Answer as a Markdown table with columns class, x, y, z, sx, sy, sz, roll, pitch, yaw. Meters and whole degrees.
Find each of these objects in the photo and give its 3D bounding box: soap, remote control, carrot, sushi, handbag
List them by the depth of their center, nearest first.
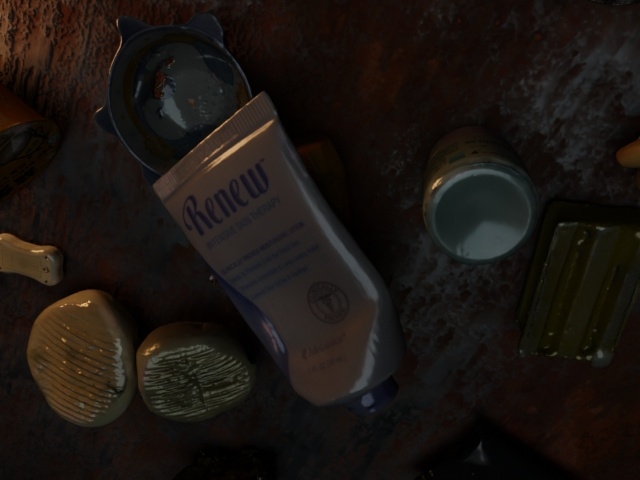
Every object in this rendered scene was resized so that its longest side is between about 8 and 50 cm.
| class | x | y | z | sx | sy | sz | roll | pitch | yaw |
| --- | --- | --- | --- | --- | --- | --- | --- | --- | --- |
| soap | 0.366 | 0.064 | 0.777 | 0.135 | 0.076 | 0.233 | 7 | 118 | 7 |
| carrot | 0.000 | 0.000 | 0.794 | 0.114 | 0.114 | 0.301 | -4 | 119 | 12 |
| remote control | -0.501 | 0.033 | 0.941 | 0.122 | 0.032 | 0.074 | 16 | 117 | 1 |
| handbag | 0.311 | 0.447 | 0.968 | 0.254 | 0.088 | 0.211 | 34 | 111 | -6 |
| sushi | -0.192 | 0.472 | 1.052 | 0.213 | 0.147 | 0.114 | -9 | 109 | -5 |

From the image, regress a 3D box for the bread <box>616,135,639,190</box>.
| class | x | y | z | sx | sy | sz | roll | pitch | yaw |
| --- | --- | --- | --- | --- | --- | --- | --- | --- | --- |
| bread | 0.528 | -0.045 | 0.669 | 0.311 | 0.121 | 0.173 | 44 | 114 | -13 |

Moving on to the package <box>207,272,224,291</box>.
| class | x | y | z | sx | sy | sz | roll | pitch | yaw |
| --- | --- | --- | --- | --- | --- | --- | --- | --- | --- |
| package | -0.135 | 0.041 | 0.879 | 0.077 | 0.033 | 0.110 | 39 | 112 | 1 |

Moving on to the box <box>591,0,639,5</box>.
| class | x | y | z | sx | sy | sz | roll | pitch | yaw |
| --- | --- | --- | --- | --- | --- | --- | --- | --- | --- |
| box | 0.300 | -0.328 | 0.564 | 0.151 | 0.135 | 0.151 | 3 | 117 | 5 |

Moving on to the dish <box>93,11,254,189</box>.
| class | x | y | z | sx | sy | sz | roll | pitch | yaw |
| --- | --- | --- | --- | --- | --- | --- | --- | --- | --- |
| dish | -0.184 | -0.197 | 0.741 | 0.236 | 0.086 | 0.228 | -36 | 104 | 24 |

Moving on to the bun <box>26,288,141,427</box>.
| class | x | y | z | sx | sy | sz | roll | pitch | yaw |
| --- | --- | --- | --- | --- | --- | --- | --- | --- | --- |
| bun | -0.398 | 0.198 | 0.956 | 0.210 | 0.116 | 0.237 | 12 | 95 | 13 |

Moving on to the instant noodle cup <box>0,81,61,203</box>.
| class | x | y | z | sx | sy | sz | roll | pitch | yaw |
| --- | --- | --- | --- | --- | --- | --- | --- | --- | --- |
| instant noodle cup | -0.506 | -0.152 | 0.762 | 0.216 | 0.216 | 0.172 | -41 | 93 | 25 |

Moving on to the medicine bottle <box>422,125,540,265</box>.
| class | x | y | z | sx | sy | sz | roll | pitch | yaw |
| --- | --- | --- | --- | --- | --- | --- | --- | --- | --- |
| medicine bottle | 0.194 | -0.065 | 0.691 | 0.135 | 0.168 | 0.135 | 4 | 115 | 8 |

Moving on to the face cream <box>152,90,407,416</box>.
| class | x | y | z | sx | sy | sz | roll | pitch | yaw |
| --- | --- | --- | --- | --- | --- | --- | --- | --- | --- |
| face cream | -0.033 | 0.046 | 0.720 | 0.235 | 0.137 | 0.420 | -30 | 95 | 34 |

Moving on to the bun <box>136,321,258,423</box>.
| class | x | y | z | sx | sy | sz | roll | pitch | yaw |
| --- | --- | --- | --- | --- | --- | --- | --- | --- | --- |
| bun | -0.206 | 0.208 | 0.923 | 0.193 | 0.128 | 0.178 | -14 | 115 | -5 |
